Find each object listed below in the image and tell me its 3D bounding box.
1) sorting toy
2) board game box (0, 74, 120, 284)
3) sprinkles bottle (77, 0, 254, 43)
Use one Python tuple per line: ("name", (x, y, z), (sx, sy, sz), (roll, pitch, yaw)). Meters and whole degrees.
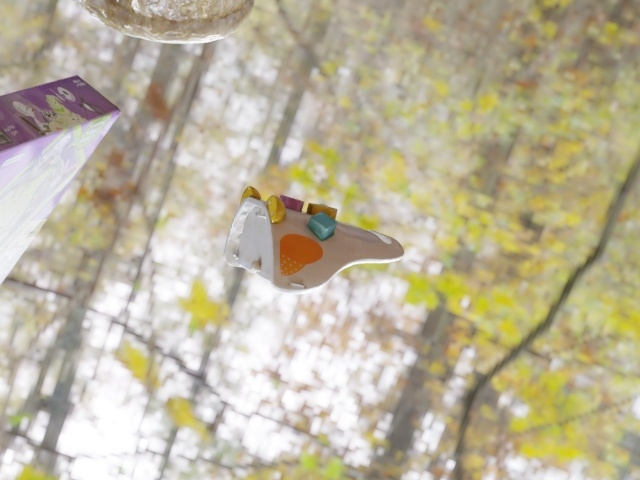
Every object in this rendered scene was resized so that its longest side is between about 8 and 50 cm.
("sorting toy", (0.000, 0.000, 0.808), (0.075, 0.045, 0.083), (5, -173, -21))
("board game box", (-0.249, 0.008, 0.978), (0.056, 0.208, 0.347), (42, -163, 2))
("sprinkles bottle", (-0.062, -0.284, 0.899), (0.121, 0.355, 0.121), (10, -140, -8))
